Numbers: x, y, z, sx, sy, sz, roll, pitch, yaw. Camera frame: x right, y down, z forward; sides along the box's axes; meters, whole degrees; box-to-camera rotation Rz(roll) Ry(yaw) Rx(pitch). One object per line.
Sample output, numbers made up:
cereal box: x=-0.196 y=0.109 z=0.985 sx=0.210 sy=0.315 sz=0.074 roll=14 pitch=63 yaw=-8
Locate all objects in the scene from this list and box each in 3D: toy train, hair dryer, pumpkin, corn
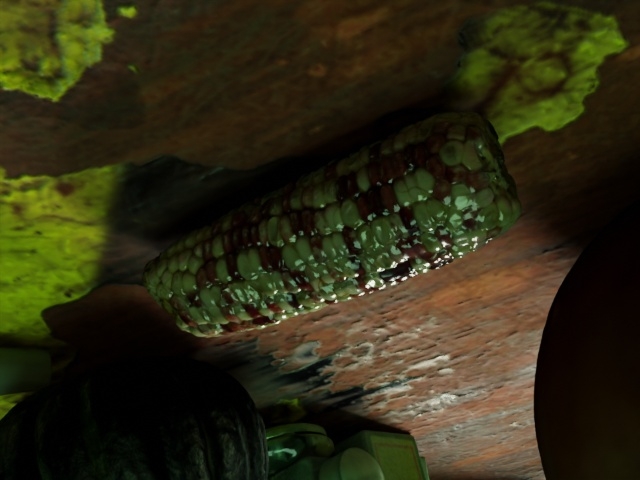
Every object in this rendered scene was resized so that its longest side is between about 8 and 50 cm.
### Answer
toy train: x=-0.026 y=0.268 z=0.944 sx=0.188 sy=0.159 sz=0.272 roll=16 pitch=139 yaw=-41
hair dryer: x=-0.290 y=0.123 z=0.798 sx=0.167 sy=0.067 sz=0.199 roll=-3 pitch=155 yaw=-13
pumpkin: x=-0.144 y=0.173 z=0.769 sx=0.221 sy=0.161 sz=0.220 roll=-18 pitch=170 yaw=-3
corn: x=0.000 y=0.000 z=0.637 sx=0.253 sy=0.086 sz=0.086 roll=-22 pitch=141 yaw=23

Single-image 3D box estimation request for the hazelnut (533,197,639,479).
hazelnut: x=0.344 y=0.115 z=0.648 sx=0.410 sy=0.359 sz=0.359 roll=-7 pitch=144 yaw=-9
